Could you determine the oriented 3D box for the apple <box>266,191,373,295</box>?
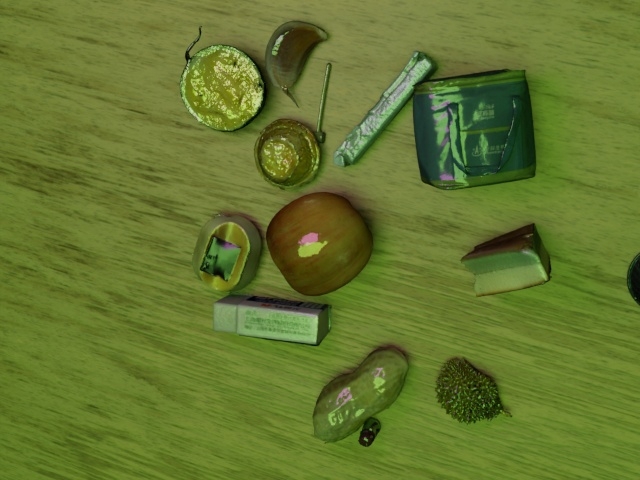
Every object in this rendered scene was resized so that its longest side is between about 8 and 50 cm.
[{"bbox_3d":[0.000,0.000,1.829,0.241,0.242,0.242,-31,93,7],"label":"apple"}]

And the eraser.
[{"bbox_3d":[-0.124,0.202,1.952,0.287,0.130,0.086,6,102,16],"label":"eraser"}]

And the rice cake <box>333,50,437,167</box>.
[{"bbox_3d":[0.149,-0.304,1.791,0.063,0.066,0.336,44,109,12],"label":"rice cake"}]

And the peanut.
[{"bbox_3d":[0.101,0.396,1.930,0.313,0.149,0.149,-40,89,18],"label":"peanut"}]

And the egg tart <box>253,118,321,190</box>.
[{"bbox_3d":[-0.091,-0.211,1.866,0.191,0.074,0.191,7,108,23],"label":"egg tart"}]

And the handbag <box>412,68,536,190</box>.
[{"bbox_3d":[0.338,-0.247,1.658,0.263,0.222,0.241,-10,102,0],"label":"handbag"}]

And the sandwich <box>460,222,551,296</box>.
[{"bbox_3d":[0.422,0.057,1.711,0.186,0.220,0.108,-25,96,19],"label":"sandwich"}]

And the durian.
[{"bbox_3d":[0.379,0.398,1.866,0.208,0.102,0.146,29,103,4],"label":"durian"}]

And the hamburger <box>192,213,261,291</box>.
[{"bbox_3d":[-0.245,0.033,1.962,0.173,0.116,0.210,18,103,3],"label":"hamburger"}]

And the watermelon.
[{"bbox_3d":[-0.234,-0.380,1.851,0.232,0.127,0.204,34,109,5],"label":"watermelon"}]

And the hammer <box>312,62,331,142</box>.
[{"bbox_3d":[-0.004,-0.342,1.853,0.060,0.028,0.195,14,103,20],"label":"hammer"}]

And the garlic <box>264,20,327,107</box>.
[{"bbox_3d":[-0.073,-0.437,1.818,0.128,0.090,0.198,23,103,-3],"label":"garlic"}]

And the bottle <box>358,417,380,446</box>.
[{"bbox_3d":[0.127,0.507,1.961,0.047,0.101,0.063,-3,102,16],"label":"bottle"}]

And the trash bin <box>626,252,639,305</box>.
[{"bbox_3d":[0.777,0.108,1.651,0.175,0.161,0.175,4,105,15],"label":"trash bin"}]
